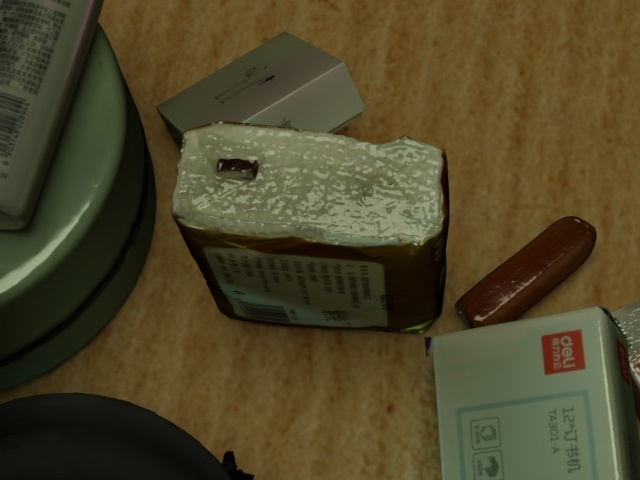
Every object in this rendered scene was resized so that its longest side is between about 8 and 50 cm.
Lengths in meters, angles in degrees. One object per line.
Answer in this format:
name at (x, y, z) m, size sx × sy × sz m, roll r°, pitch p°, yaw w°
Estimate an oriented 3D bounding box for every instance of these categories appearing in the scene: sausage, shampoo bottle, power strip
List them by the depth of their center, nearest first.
shampoo bottle at (-0.215, -0.121, 0.883) m, size 0.086 × 0.056 × 0.227 m, roll 11°, pitch 67°, yaw 3°
sausage at (0.164, 0.027, 0.981) m, size 0.131 × 0.039 × 0.041 m, roll -37°, pitch 63°, yaw -12°
power strip at (-0.297, -0.063, 0.981) m, size 0.357 × 0.161 × 0.357 m, roll -1°, pitch 67°, yaw 2°

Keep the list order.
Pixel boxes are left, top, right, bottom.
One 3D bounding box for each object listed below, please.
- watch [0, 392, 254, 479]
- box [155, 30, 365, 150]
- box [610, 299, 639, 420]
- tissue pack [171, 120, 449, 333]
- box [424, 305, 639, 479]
watch at (-0.180, 0.219, 0.764) m, size 0.327 × 0.314 × 0.335 m, roll 22°, pitch 98°, yaw -13°
box at (-0.050, -0.105, 1.006) m, size 0.129 × 0.051 × 0.130 m, roll -32°, pitch 29°, yaw -9°
box at (0.274, 0.100, 0.941) m, size 0.089 × 0.043 × 0.125 m, roll -24°, pitch 69°, yaw -7°
tissue pack at (0.000, 0.000, 0.900) m, size 0.183 × 0.226 × 0.092 m, roll 2°, pitch 69°, yaw 5°
box at (0.155, 0.185, 0.875) m, size 0.135 × 0.079 × 0.269 m, roll -12°, pitch 65°, yaw 23°
